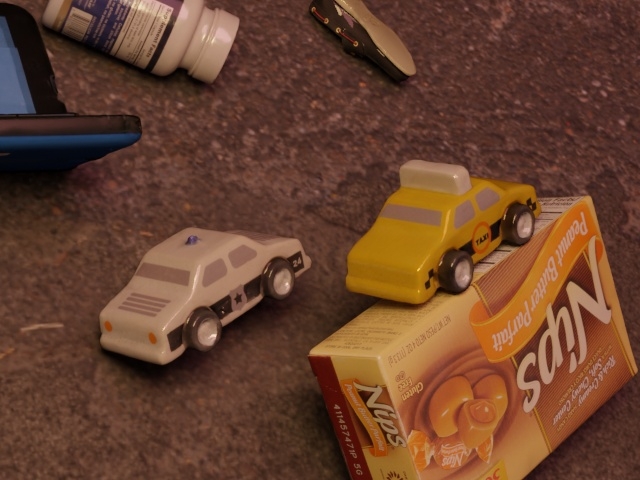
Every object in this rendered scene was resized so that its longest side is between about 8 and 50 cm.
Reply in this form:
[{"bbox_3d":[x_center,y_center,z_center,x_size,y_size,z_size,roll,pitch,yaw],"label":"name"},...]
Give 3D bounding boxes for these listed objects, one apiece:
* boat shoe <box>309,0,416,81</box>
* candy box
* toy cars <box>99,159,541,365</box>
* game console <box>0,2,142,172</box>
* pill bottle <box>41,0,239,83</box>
[{"bbox_3d":[0.044,-0.210,1.624,0.133,0.042,0.049,45,28,7],"label":"boat shoe"},{"bbox_3d":[0.143,0.106,1.366,0.316,0.087,0.183,-33,113,-41],"label":"candy box"},{"bbox_3d":[0.000,0.000,1.321,0.393,0.087,0.176,-13,23,-4],"label":"toy cars"},{"bbox_3d":[-0.328,-0.141,1.291,0.293,0.250,0.173,-4,87,-31],"label":"game console"},{"bbox_3d":[-0.166,-0.211,1.472,0.169,0.094,0.094,23,50,-13],"label":"pill bottle"}]
